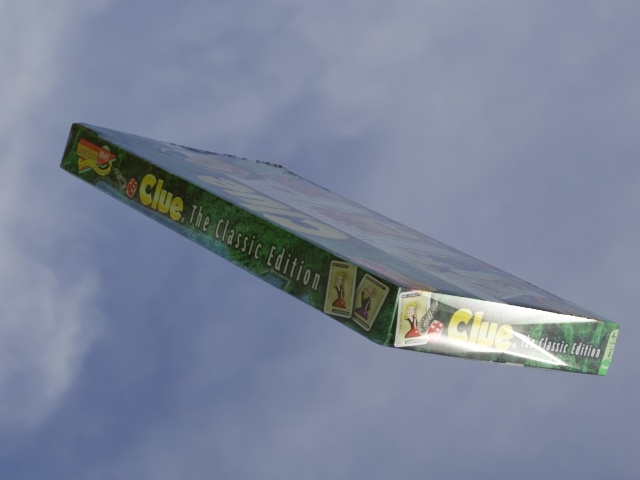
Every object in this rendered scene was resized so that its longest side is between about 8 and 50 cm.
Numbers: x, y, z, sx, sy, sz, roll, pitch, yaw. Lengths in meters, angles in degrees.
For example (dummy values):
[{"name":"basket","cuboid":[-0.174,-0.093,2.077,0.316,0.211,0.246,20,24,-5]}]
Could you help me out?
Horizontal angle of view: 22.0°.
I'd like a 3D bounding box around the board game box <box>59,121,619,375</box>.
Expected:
[{"name":"board game box","cuboid":[0.000,0.000,0.760,0.260,0.136,0.030,27,-75,48]}]
